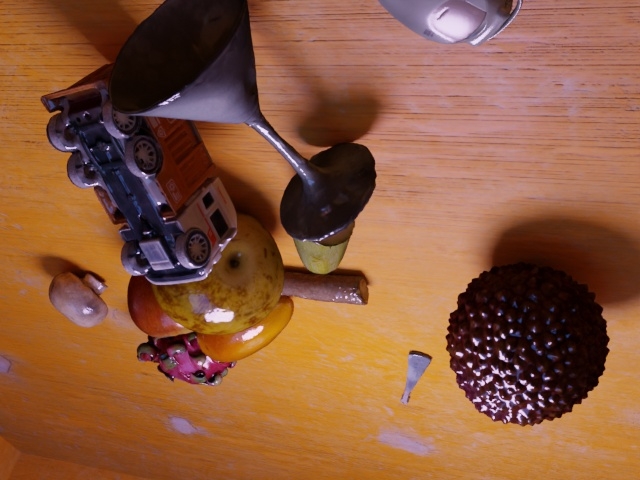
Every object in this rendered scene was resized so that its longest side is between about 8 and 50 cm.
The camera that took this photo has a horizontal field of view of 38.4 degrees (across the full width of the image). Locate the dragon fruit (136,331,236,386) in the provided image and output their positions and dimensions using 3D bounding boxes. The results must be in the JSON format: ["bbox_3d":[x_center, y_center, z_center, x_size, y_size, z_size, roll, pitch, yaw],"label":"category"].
[{"bbox_3d":[-0.340,0.269,2.344,0.273,0.218,0.198,18,104,11],"label":"dragon fruit"}]

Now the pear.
[{"bbox_3d":[-0.209,0.065,1.864,0.281,0.280,0.280,14,148,9],"label":"pear"}]

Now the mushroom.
[{"bbox_3d":[-0.615,0.144,2.352,0.166,0.127,0.166,36,162,14],"label":"mushroom"}]

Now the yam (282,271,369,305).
[{"bbox_3d":[-0.038,0.101,2.020,0.300,0.066,0.066,3,145,25],"label":"yam"}]

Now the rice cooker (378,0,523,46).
[{"bbox_3d":[0.157,-0.339,1.171,0.206,0.127,0.145,25,149,-16],"label":"rice cooker"}]

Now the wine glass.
[{"bbox_3d":[-0.099,-0.188,1.449,0.267,0.267,0.406,-9,144,38],"label":"wine glass"}]

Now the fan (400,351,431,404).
[{"bbox_3d":[0.225,0.344,2.294,0.057,0.023,0.282,16,147,3],"label":"fan"}]

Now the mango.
[{"bbox_3d":[-0.167,0.194,2.137,0.187,0.138,0.257,1,157,-36],"label":"mango"}]

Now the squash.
[{"bbox_3d":[0.012,0.009,1.807,0.137,0.137,0.287,12,154,13],"label":"squash"}]

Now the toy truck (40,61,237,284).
[{"bbox_3d":[-0.291,-0.124,1.597,0.173,0.207,0.387,-6,120,35],"label":"toy truck"}]

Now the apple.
[{"bbox_3d":[-0.333,0.118,2.076,0.235,0.210,0.173,-6,104,41],"label":"apple"}]

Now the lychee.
[{"bbox_3d":[0.379,0.193,1.715,0.306,0.306,0.330,-4,129,33],"label":"lychee"}]
